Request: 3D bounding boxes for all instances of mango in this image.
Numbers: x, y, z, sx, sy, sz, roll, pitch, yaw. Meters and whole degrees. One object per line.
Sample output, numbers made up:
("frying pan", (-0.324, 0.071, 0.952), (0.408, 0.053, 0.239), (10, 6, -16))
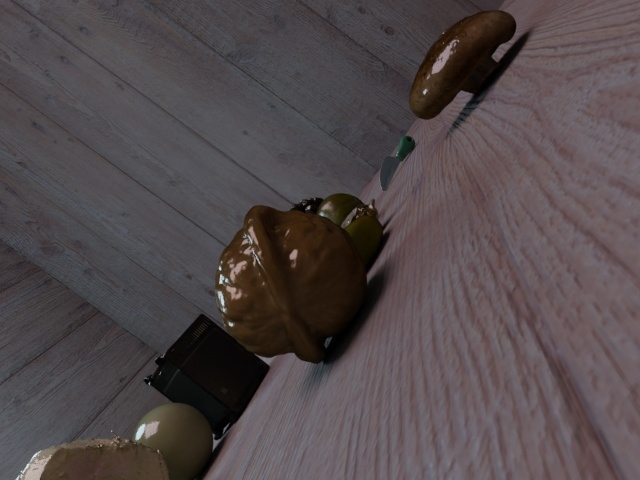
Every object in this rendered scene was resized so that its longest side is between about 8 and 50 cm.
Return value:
("mango", (0.062, 0.011, 1.024), (0.191, 0.085, 0.122), (-57, 0, -40))

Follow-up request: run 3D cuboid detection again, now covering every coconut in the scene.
("coconut", (-0.429, 0.518, 0.972), (0.254, 0.297, 0.297), (-51, 3, 31))

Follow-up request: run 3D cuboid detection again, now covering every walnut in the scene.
("walnut", (-0.045, 0.061, 0.794), (0.224, 0.257, 0.257), (-22, 3, 2))

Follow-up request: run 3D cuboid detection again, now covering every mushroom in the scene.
("mushroom", (0.306, -0.384, 1.170), (0.278, 0.146, 0.278), (-48, -2, -2))

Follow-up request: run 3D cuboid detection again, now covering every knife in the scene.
("knife", (0.247, -0.266, 1.801), (0.260, 0.063, 0.035), (-55, -3, -32))

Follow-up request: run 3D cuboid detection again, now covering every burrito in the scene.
("burrito", (0.029, 0.057, 1.270), (0.392, 0.076, 0.117), (-55, 7, 44))

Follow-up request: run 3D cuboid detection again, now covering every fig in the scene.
("fig", (0.083, -0.050, 1.432), (0.142, 0.186, 0.148), (-119, 30, -41))

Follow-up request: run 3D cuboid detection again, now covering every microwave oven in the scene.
("microwave oven", (-0.293, 0.354, 1.390), (0.188, 0.247, 0.178), (-51, 0, 39))

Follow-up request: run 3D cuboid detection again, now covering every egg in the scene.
("egg", (-0.344, 0.474, 1.249), (0.186, 0.186, 0.242), (-55, 0, -22))

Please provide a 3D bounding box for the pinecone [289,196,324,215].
("pinecone", (-0.019, -0.019, 1.741), (0.243, 0.243, 0.257), (-54, -12, 13))
